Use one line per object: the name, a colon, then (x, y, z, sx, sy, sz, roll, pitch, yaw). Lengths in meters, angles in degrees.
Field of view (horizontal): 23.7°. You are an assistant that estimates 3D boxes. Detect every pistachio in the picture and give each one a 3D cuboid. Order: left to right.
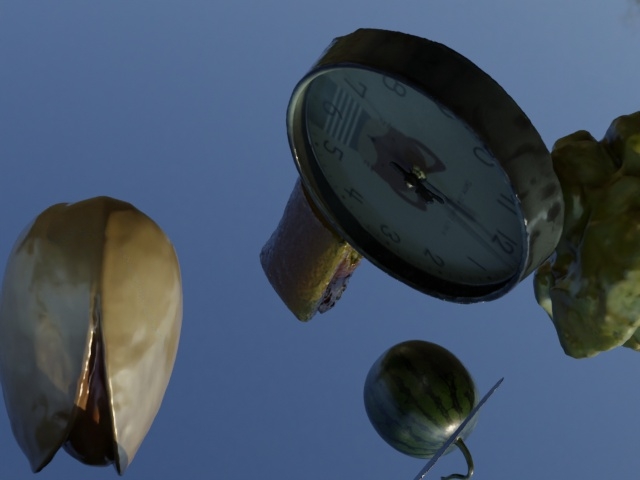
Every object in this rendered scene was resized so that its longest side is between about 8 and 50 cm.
pistachio: (-0.235, 0.099, 1.560, 0.188, 0.299, 0.187, 5, -170, -1)

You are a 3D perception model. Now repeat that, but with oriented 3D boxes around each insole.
insole: (0.103, 0.158, 1.202, 0.002, 0.045, 0.135, 42, -109, 3)

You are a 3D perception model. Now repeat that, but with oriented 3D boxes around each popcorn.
popcorn: (0.343, -0.001, 1.678, 0.226, 0.276, 0.276, -10, -143, -23)

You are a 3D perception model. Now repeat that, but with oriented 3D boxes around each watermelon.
watermelon: (0.138, 0.209, 1.865, 0.141, 0.140, 0.187, -8, -132, -48)

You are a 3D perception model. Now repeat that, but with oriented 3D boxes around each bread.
bread: (0.000, 0.000, 1.853, 0.103, 0.172, 0.132, -14, -122, -31)

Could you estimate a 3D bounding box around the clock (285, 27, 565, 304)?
clock: (0.103, -0.073, 1.596, 0.325, 0.325, 0.067, 33, -122, 21)
